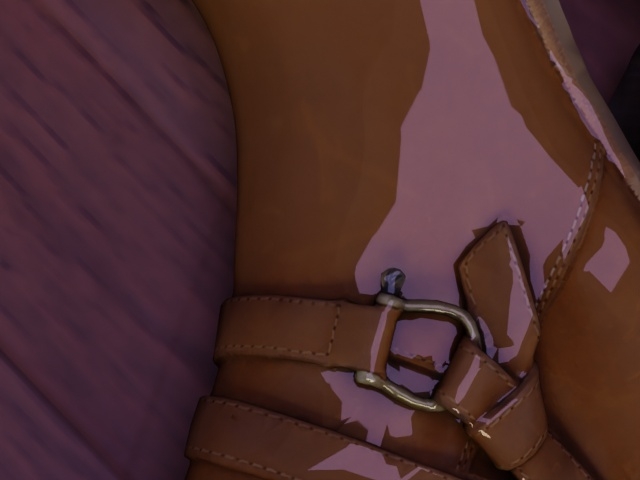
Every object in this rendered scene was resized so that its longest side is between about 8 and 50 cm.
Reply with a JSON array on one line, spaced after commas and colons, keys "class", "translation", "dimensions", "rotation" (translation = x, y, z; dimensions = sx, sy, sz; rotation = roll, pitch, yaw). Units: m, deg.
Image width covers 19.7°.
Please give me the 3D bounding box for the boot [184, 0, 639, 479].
[{"class": "boot", "translation": [0.000, 0.000, 0.544], "dimensions": [0.283, 0.109, 0.220], "rotation": [30, 81, -11]}]
